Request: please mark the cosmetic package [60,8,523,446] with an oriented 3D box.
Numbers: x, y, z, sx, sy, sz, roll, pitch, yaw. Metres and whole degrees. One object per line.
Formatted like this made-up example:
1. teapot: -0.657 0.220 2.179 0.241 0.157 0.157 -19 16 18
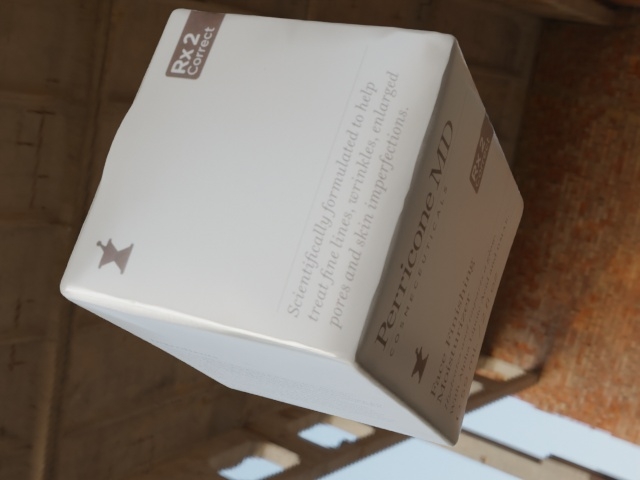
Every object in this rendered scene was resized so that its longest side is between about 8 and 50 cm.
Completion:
1. cosmetic package: 0.000 0.000 0.490 0.184 0.151 0.151 46 -122 -61
